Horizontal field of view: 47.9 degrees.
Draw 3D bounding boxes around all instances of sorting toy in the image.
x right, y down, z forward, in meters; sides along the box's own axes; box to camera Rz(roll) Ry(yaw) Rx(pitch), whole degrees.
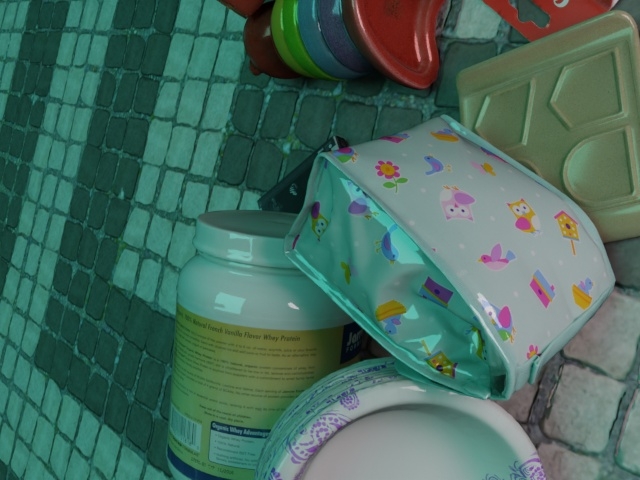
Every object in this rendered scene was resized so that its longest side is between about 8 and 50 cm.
[{"bbox_3d":[0.216,-0.094,0.808,0.307,0.041,0.229,-14,77,43],"label":"sorting toy"}]

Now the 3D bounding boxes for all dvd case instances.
[{"bbox_3d":[0.000,0.000,1.006,0.179,0.029,0.238,-36,59,34],"label":"dvd case"}]

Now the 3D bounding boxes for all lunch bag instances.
[{"bbox_3d":[0.134,0.017,0.698,0.262,0.223,0.160,43,133,22],"label":"lunch bag"}]

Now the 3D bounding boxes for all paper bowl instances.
[{"bbox_3d":[0.071,0.260,0.729,0.148,0.284,0.284,-147,71,-78],"label":"paper bowl"}]

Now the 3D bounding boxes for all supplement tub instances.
[{"bbox_3d":[-0.064,0.133,0.870,0.228,0.228,0.316,17,106,45],"label":"supplement tub"}]

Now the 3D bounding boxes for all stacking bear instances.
[{"bbox_3d":[0.005,-0.287,0.975,0.289,0.164,0.175,3,84,50],"label":"stacking bear"}]

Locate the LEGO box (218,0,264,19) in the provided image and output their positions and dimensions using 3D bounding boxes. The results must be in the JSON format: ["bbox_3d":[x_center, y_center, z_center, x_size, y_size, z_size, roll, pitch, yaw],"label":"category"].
[{"bbox_3d":[-0.093,-0.620,1.018,0.372,0.193,0.500,-42,42,27],"label":"LEGO box"}]

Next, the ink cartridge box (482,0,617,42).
[{"bbox_3d":[0.274,-0.333,0.784,0.224,0.056,0.181,-51,50,23],"label":"ink cartridge box"}]
